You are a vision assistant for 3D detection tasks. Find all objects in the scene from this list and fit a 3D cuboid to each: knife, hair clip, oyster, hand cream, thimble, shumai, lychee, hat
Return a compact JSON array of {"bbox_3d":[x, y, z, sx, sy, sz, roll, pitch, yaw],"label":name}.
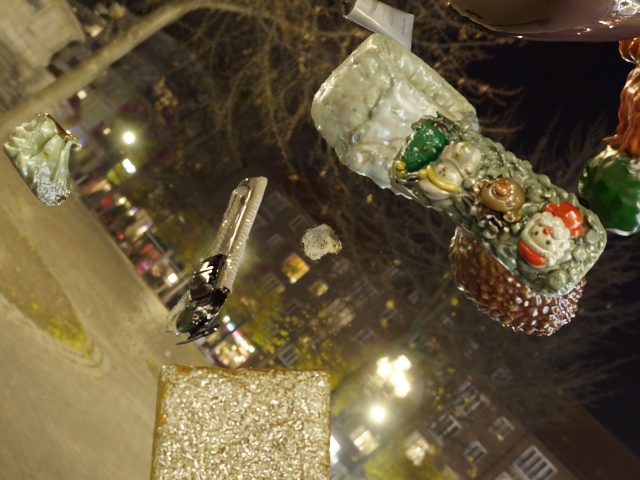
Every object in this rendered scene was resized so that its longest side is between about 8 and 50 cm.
[{"bbox_3d":[-0.138,0.005,1.110,0.365,0.089,0.043,-76,147,-54],"label":"knife"},{"bbox_3d":[0.217,-0.063,1.042,0.321,0.138,0.091,39,6,28],"label":"hair clip"},{"bbox_3d":[-0.002,0.001,1.278,0.083,0.019,0.054,-18,-86,36],"label":"oyster"},{"bbox_3d":[0.118,-0.458,1.630,0.186,0.087,0.054,15,-16,-32],"label":"hand cream"},{"bbox_3d":[0.137,-0.231,1.468,0.291,0.195,0.291,33,23,-16],"label":"thimble"},{"bbox_3d":[-0.569,-0.172,1.669,0.184,0.142,0.184,49,-12,15],"label":"shumai"},{"bbox_3d":[0.355,0.046,1.391,0.271,0.271,0.271,49,-10,12],"label":"lychee"},{"bbox_3d":[0.509,-0.175,1.057,0.285,0.400,0.285,16,14,-4],"label":"hat"}]

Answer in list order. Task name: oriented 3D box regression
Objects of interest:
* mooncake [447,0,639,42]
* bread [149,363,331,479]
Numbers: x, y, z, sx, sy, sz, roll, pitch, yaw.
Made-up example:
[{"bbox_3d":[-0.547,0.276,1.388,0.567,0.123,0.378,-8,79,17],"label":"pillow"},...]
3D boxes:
[{"bbox_3d":[0.249,-0.346,0.766,0.334,0.174,0.326,135,-54,-63],"label":"mooncake"},{"bbox_3d":[-0.106,0.262,1.056,0.110,0.234,0.184,128,-36,-72],"label":"bread"}]
